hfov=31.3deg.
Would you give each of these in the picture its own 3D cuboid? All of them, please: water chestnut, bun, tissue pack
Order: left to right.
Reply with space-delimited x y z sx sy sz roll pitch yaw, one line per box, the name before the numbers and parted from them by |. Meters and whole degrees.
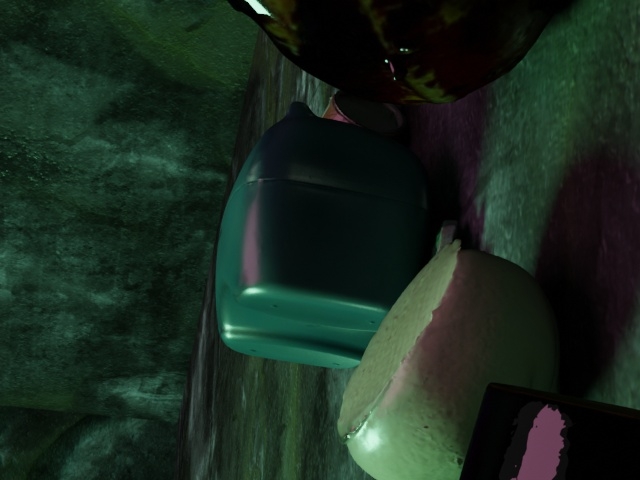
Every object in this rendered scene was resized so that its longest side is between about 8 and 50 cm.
tissue pack | 0.000 0.000 1.126 0.287 0.198 0.206 112 167 -72
water chestnut | 0.071 -0.269 0.819 0.335 0.347 0.335 53 -156 -35
bun | 0.096 0.095 0.761 0.173 0.120 0.173 -57 2 3

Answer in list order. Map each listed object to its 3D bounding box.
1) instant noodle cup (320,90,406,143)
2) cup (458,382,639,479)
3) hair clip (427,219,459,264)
instant noodle cup | 0.031 -0.094 1.286 0.127 0.127 0.135 -96 25 -51
cup | 0.113 0.160 0.512 0.239 0.166 0.177 172 109 -78
hair clip | 0.102 0.072 0.979 0.124 0.052 0.195 111 171 -70
